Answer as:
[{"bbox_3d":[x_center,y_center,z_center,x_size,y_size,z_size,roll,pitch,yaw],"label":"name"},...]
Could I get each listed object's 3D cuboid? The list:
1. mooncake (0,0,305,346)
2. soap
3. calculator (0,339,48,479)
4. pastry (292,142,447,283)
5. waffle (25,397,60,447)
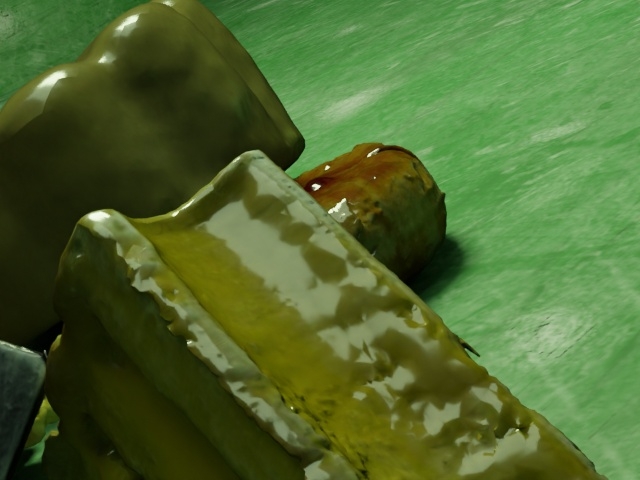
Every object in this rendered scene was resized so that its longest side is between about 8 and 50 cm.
[{"bbox_3d":[-0.212,-0.060,1.270,0.378,0.201,0.378,-35,4,3],"label":"mooncake"},{"bbox_3d":[-0.005,0.173,0.756,0.169,0.304,0.338,-26,57,-32],"label":"soap"},{"bbox_3d":[-0.261,0.160,0.772,0.161,0.262,0.021,18,-18,7],"label":"calculator"},{"bbox_3d":[0.000,0.000,1.152,0.218,0.100,0.229,-24,16,-7],"label":"pastry"},{"bbox_3d":[-0.346,0.179,1.010,0.325,0.068,0.302,-24,1,35],"label":"waffle"}]
